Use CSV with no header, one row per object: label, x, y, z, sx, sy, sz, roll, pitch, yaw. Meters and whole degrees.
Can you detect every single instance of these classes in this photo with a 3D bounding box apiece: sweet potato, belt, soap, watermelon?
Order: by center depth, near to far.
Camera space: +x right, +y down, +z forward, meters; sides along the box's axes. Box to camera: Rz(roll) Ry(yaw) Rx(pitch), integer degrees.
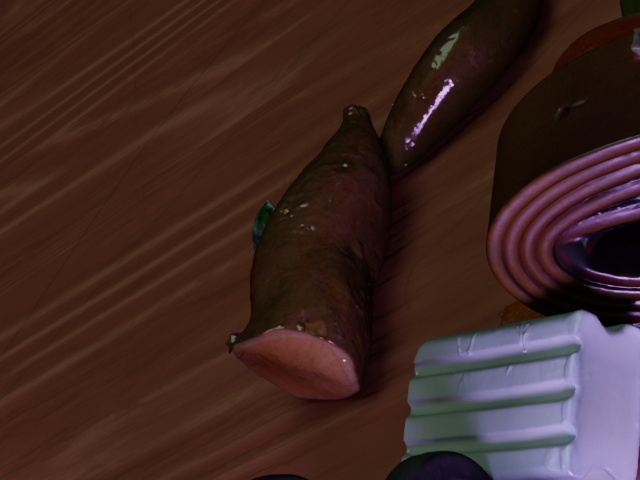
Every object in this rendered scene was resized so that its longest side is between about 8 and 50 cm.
belt,0.280,-0.053,1.025,0.338,0.217,0.122,-16,41,28
soap,0.145,0.125,1.086,0.198,0.066,0.119,-17,61,56
sweet potato,0.003,0.001,1.418,0.131,0.131,0.337,-25,37,34
sweet potato,0.161,-0.207,1.503,0.346,0.079,0.108,-53,18,-16
watermelon,-0.028,0.000,1.550,0.085,0.085,0.061,-26,7,33

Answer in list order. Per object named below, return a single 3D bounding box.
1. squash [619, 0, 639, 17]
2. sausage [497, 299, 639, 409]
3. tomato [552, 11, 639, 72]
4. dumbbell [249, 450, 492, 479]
squash,0.308,-0.233,1.354,0.066,0.066,0.252,-29,34,29
sausage,0.233,0.103,1.069,0.053,0.053,0.348,-51,31,-6
tomato,0.260,-0.105,1.172,0.167,0.167,0.167,-32,33,25
dumbbell,0.029,0.230,1.045,0.325,0.143,0.143,-15,43,36
